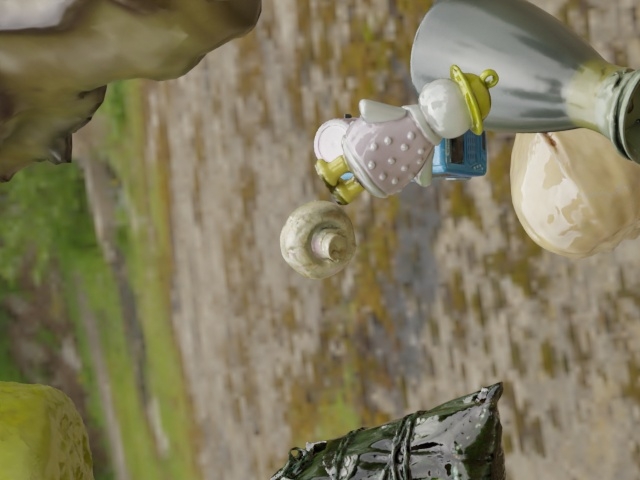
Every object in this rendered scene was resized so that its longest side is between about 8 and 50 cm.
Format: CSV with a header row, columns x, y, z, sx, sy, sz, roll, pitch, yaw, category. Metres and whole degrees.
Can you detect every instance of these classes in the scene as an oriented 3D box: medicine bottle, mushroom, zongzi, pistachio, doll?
x,y,z,sx,sy,sz,roll,pitch,yaw,category
0.070,-0.123,2.139,0.083,0.203,0.084,-1,89,31,medicine bottle
0.000,0.000,1.714,0.067,0.083,0.084,15,113,52,mushroom
0.110,0.374,1.889,0.383,0.319,0.362,-20,93,31,zongzi
0.353,-0.091,2.279,0.214,0.193,0.318,53,-169,-30,pistachio
0.091,-0.108,1.647,0.129,0.207,0.081,49,-168,-37,doll

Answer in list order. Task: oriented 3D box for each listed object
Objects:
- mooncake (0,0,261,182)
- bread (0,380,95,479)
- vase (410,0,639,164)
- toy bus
x,y,z,sx,sy,sz,roll,pitch,yaw,category
-0.212,-0.210,1.228,0.394,0.393,0.246,85,-163,-63,mooncake
-0.364,0.293,1.543,0.348,0.307,0.348,-4,-90,-87,bread
0.264,-0.183,1.883,0.321,0.173,0.173,27,124,47,vase
0.134,-0.147,2.554,0.246,0.134,0.114,-2,90,43,toy bus
